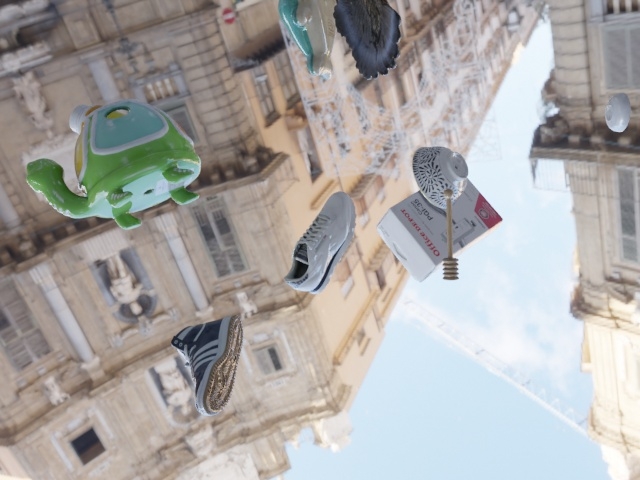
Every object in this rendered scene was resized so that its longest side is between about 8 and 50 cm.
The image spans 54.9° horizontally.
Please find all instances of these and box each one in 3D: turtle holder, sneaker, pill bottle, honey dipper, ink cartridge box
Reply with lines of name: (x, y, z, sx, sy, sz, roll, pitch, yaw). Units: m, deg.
turtle holder: (-0.432, -0.160, 1.337, 0.320, 0.228, 0.243, -28, 172, 7)
sneaker: (-0.277, 0.290, 1.415, 0.153, 0.099, 0.282, -10, -147, 14)
sneaker: (0.000, 0.000, 1.329, 0.090, 0.094, 0.235, 19, -92, 46)
pill bottle: (-0.594, -0.310, 1.736, 0.214, 0.117, 0.117, 23, -140, 15)
honey dipper: (0.227, -0.010, 1.085, 0.030, 0.161, 0.030, -4, -174, 0)
ink cartridge box: (0.330, -0.045, 1.711, 0.283, 0.207, 0.117, -31, 166, -27)

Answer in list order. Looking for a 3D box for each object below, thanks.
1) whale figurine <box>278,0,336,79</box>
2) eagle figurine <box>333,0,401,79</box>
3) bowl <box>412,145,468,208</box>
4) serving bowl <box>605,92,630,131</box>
whale figurine: (-0.035, -0.569, 1.658, 0.141, 0.272, 0.216, -5, -176, 25)
eagle figurine: (0.087, -0.406, 0.934, 0.225, 0.298, 0.226, -35, 168, -41)
bowl: (0.315, -0.171, 1.532, 0.080, 0.170, 0.170, -26, -167, 45)
serving bowl: (0.641, -0.278, 1.339, 0.027, 0.083, 0.083, -2, -153, 2)
